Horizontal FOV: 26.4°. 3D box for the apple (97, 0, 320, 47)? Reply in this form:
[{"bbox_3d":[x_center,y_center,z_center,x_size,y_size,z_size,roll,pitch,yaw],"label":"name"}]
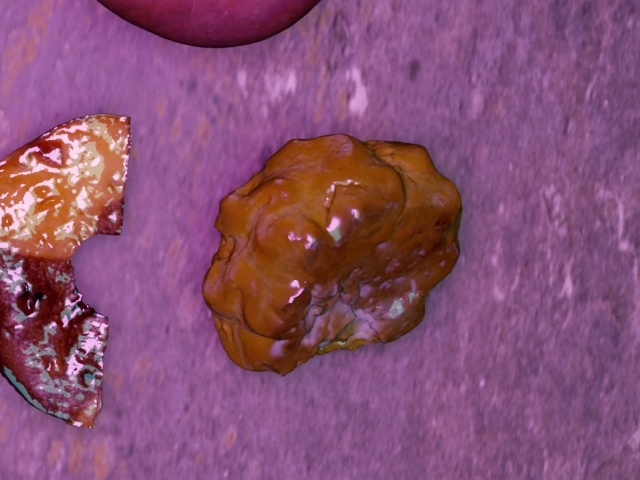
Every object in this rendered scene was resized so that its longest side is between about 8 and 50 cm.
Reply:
[{"bbox_3d":[-0.113,-0.321,1.234,0.305,0.235,0.306,-1,93,-17],"label":"apple"}]

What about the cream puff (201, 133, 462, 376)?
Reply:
[{"bbox_3d":[-0.001,0.002,1.350,0.281,0.185,0.282,-28,143,-23],"label":"cream puff"}]

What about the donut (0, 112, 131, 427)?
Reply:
[{"bbox_3d":[-0.272,0.022,1.290,0.151,0.112,0.295,5,93,-15],"label":"donut"}]
